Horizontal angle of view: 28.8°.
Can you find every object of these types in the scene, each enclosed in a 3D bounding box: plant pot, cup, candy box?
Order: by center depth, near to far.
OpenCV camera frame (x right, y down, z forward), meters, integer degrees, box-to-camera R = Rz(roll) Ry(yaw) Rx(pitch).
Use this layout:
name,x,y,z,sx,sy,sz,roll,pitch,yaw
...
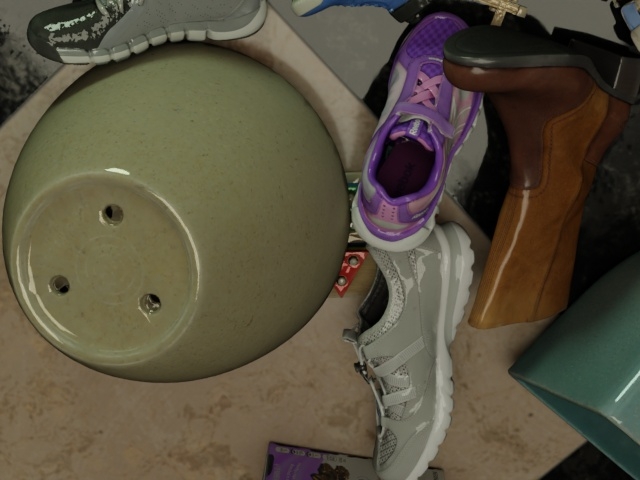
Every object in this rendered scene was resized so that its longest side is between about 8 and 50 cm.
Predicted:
name,x,y,z,sx,sy,sz,roll,pitch,yaw
cup,-0.154,-0.002,1.130,0.331,0.237,0.331,3,105,11
plant pot,0.381,0.119,1.204,0.247,0.248,0.252,39,85,-11
candy box,0.034,0.289,1.286,0.196,0.165,0.070,10,108,-3

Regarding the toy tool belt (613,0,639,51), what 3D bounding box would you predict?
name,x,y,z,sx,sy,sz,roll,pitch,yaw
toy tool belt,0.316,-0.220,1.188,0.051,0.052,0.083,-28,87,33

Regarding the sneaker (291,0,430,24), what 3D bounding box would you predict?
name,x,y,z,sx,sy,sz,roll,pitch,yaw
sneaker,0.053,-0.230,1.182,0.152,0.058,0.085,-27,116,17

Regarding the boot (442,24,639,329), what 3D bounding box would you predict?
name,x,y,z,sx,sy,sz,roll,pitch,yaw
boot,0.177,-0.053,1.171,0.096,0.264,0.281,28,111,34

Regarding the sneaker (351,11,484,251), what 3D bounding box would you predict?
name,x,y,z,sx,sy,sz,roll,pitch,yaw
sneaker,0.094,-0.110,1.162,0.095,0.104,0.236,16,78,9

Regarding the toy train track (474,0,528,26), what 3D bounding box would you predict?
name,x,y,z,sx,sy,sz,roll,pitch,yaw
toy train track,0.161,-0.233,1.205,0.083,0.014,0.048,18,106,-5

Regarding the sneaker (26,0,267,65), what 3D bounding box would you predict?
name,x,y,z,sx,sy,sz,roll,pitch,yaw
sneaker,-0.155,-0.241,1.123,0.228,0.086,0.132,-15,137,-23

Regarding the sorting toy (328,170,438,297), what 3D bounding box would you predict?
name,x,y,z,sx,sy,sz,roll,pitch,yaw
sorting toy,0.000,0.000,1.260,0.274,0.046,0.132,-1,107,0

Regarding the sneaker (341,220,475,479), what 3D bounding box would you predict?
name,x,y,z,sx,sy,sz,roll,pitch,yaw
sneaker,0.072,0.112,1.256,0.115,0.105,0.281,3,104,-13
